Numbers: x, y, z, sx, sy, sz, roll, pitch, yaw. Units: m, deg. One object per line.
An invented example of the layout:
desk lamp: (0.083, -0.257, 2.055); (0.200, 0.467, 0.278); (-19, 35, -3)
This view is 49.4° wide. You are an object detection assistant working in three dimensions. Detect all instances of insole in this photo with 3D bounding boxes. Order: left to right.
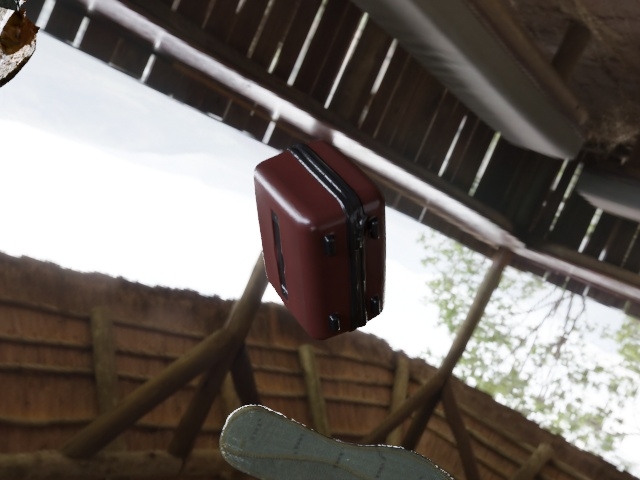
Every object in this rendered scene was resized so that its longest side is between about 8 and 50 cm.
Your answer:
insole: (0.032, 0.306, 0.916); (0.349, 0.119, 0.009); (25, 175, -13)

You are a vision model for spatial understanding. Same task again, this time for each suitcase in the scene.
suitcase: (0.000, 0.000, 1.193); (0.161, 0.297, 0.236); (-22, -137, -19)

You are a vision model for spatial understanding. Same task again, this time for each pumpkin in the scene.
pumpkin: (-0.705, -0.452, 1.391); (0.226, 0.303, 0.256); (30, -135, -2)

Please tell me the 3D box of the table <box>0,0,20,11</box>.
table: (-0.515, -0.498, 0.855); (0.335, 0.272, 0.222); (13, 158, -9)
